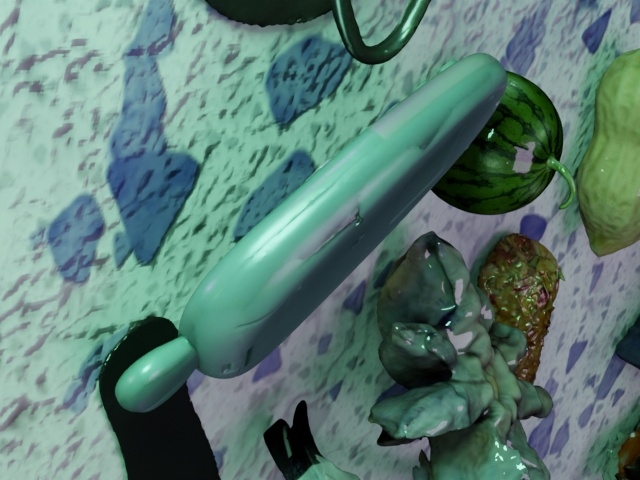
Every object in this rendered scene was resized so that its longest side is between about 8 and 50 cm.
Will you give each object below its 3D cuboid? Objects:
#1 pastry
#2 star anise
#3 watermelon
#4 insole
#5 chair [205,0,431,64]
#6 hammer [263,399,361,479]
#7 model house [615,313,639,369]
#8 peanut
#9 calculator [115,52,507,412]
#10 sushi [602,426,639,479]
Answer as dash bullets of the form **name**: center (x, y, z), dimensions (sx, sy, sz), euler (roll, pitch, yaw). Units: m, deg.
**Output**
- **pastry**: center (0.149, 0.079, 1.221), dimensions (0.087, 0.063, 0.169), euler (-25, 132, -47)
- **star anise**: center (0.098, 0.106, 1.090), dimensions (0.229, 0.093, 0.236), euler (-31, 106, -63)
- **watermelon**: center (0.115, -0.065, 1.025), dimensions (0.109, 0.109, 0.109), euler (-34, 139, -37)
- **insole**: center (-0.098, 0.143, 0.976), dimensions (0.086, 0.005, 0.253), euler (-39, 142, -33)
- **chair**: center (0.145, -0.142, 0.734), dimensions (0.226, 0.401, 0.226), euler (-36, 140, -37)
- **hammer**: center (0.082, 0.199, 1.167), dimensions (0.044, 0.152, 0.427), euler (-43, 157, 11)
- **model house**: center (0.435, 0.042, 1.452), dimensions (0.280, 0.245, 0.312), euler (-23, 131, -34)
- **peanut**: center (0.247, -0.068, 1.238), dimensions (0.082, 0.082, 0.187), euler (-23, 131, -45)
- **calculator**: center (0.000, 0.000, 0.898), dimensions (0.299, 0.041, 0.185), euler (-43, 172, -16)
- **sushi**: center (0.363, 0.219, 1.604), dimensions (0.226, 0.103, 0.097), euler (-26, 107, -39)
